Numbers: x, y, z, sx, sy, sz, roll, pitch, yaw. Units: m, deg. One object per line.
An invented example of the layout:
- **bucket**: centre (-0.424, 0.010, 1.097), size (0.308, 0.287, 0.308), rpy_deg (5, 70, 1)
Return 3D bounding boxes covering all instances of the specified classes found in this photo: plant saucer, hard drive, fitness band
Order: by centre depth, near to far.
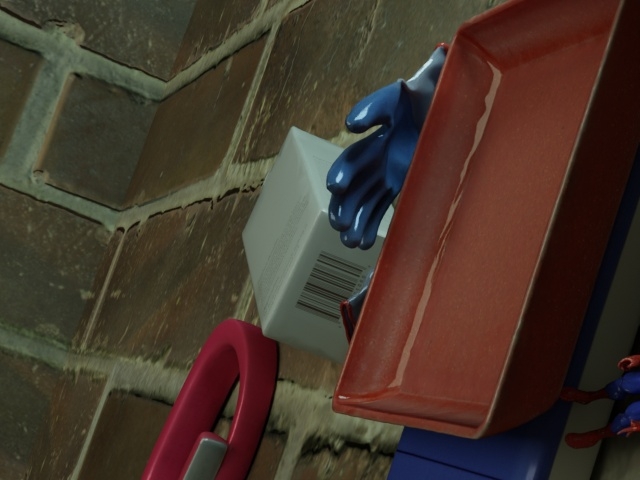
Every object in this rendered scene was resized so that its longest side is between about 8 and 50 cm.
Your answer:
- **plant saucer**: centre (0.100, -0.015, 0.902), size (0.258, 0.047, 0.259), rpy_deg (171, 118, -74)
- **hard drive**: centre (0.131, 0.011, 0.934), size (0.210, 0.040, 0.319), rpy_deg (174, 117, -74)
- **fitness band**: centre (-0.119, 0.212, 1.544), size (0.291, 0.054, 0.209), rpy_deg (-63, 13, 17)

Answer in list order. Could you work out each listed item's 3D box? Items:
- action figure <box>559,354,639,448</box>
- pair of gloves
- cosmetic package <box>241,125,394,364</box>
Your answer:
- **action figure**: centre (0.155, 0.072, 0.765), size (0.115, 0.030, 0.038), rpy_deg (-29, 57, 52)
- **pair of gloves**: centre (0.055, -0.021, 1.059), size (0.159, 0.023, 0.198), rpy_deg (-49, -38, -36)
- **cosmetic package**: centre (0.000, 0.000, 1.342), size (0.231, 0.085, 0.117), rpy_deg (-104, 38, -69)
